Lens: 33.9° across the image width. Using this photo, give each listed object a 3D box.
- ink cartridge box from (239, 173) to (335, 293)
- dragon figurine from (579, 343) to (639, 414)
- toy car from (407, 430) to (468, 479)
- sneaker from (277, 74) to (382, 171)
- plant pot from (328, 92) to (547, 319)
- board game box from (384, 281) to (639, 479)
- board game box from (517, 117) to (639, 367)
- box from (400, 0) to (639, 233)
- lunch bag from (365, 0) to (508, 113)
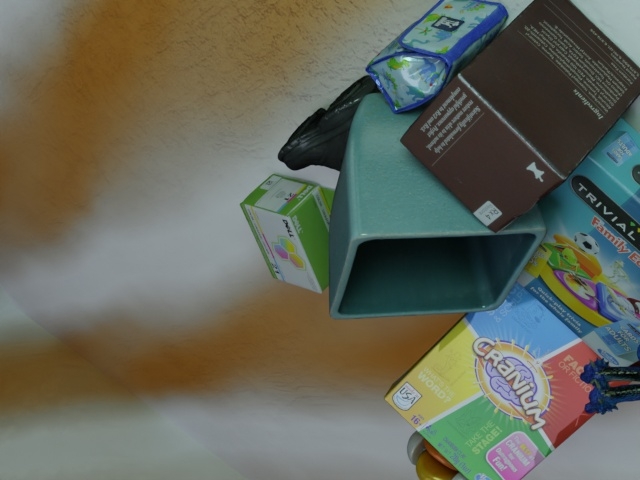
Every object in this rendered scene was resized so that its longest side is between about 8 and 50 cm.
[{"bbox_3d":[0.000,0.000,1.871,0.255,0.097,0.189,17,141,43],"label":"ink cartridge box"},{"bbox_3d":[0.454,0.165,1.319,0.289,0.144,0.085,-35,54,55],"label":"dragon figurine"},{"bbox_3d":[0.246,0.345,1.764,0.159,0.182,0.136,41,132,43],"label":"toy car"},{"bbox_3d":[0.031,-0.148,1.635,0.130,0.109,0.286,45,155,-12],"label":"sneaker"},{"bbox_3d":[0.131,-0.061,1.423,0.248,0.247,0.252,103,162,-61],"label":"plant pot"},{"bbox_3d":[0.288,0.214,1.608,0.242,0.064,0.316,43,113,5],"label":"board game box"},{"bbox_3d":[0.388,0.020,1.370,0.254,0.079,0.336,42,156,6],"label":"board game box"},{"bbox_3d":[0.239,-0.153,1.236,0.167,0.203,0.168,45,151,1],"label":"box"},{"bbox_3d":[0.150,-0.240,1.322,0.096,0.129,0.151,54,152,-16],"label":"lunch bag"}]
